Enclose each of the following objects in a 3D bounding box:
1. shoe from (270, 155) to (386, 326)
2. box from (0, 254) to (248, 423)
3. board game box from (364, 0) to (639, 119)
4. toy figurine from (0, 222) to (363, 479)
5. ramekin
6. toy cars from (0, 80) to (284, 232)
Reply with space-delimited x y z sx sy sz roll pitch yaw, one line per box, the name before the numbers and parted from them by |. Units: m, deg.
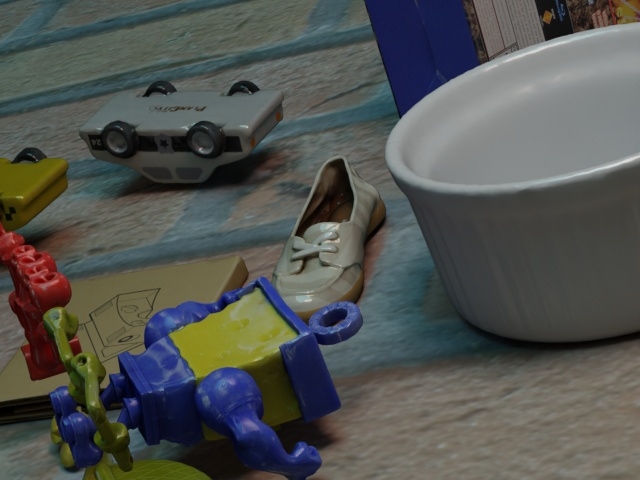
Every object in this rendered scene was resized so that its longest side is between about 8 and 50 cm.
shoe | 0.000 0.000 1.547 0.076 0.058 0.219 -10 24 18
box | -0.159 0.076 1.543 0.164 0.021 0.201 -9 23 20
board game box | 0.190 -0.250 1.755 0.291 0.232 0.141 -31 26 -30
toy figurine | -0.068 0.074 1.279 0.217 0.191 0.362 -18 23 -14
ramekin | 0.195 -0.042 1.398 0.277 0.135 0.277 -16 22 6
toy cars | -0.220 -0.058 1.825 0.394 0.087 0.176 -18 27 -8
